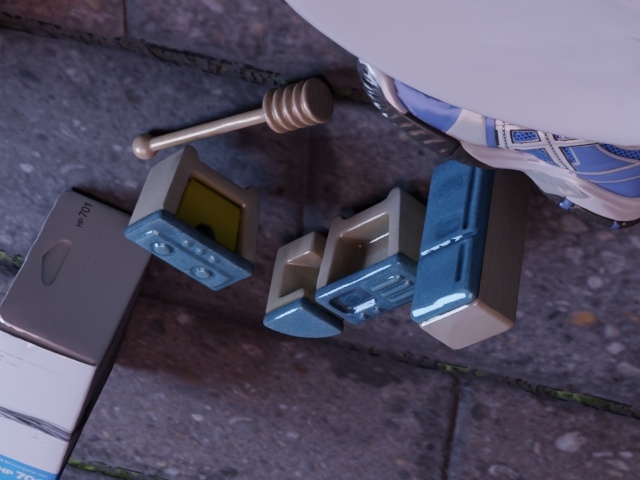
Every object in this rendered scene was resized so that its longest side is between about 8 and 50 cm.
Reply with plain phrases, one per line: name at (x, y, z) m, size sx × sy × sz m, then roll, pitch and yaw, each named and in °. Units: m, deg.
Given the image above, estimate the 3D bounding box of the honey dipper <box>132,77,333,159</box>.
honey dipper at (-0.063, -0.077, 1.297) m, size 0.161 × 0.030 × 0.030 m, roll -10°, pitch 131°, yaw 37°

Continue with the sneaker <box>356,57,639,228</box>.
sneaker at (0.123, -0.085, 1.180) m, size 0.211 × 0.080 × 0.081 m, roll 20°, pitch 135°, yaw -15°

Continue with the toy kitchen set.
toy kitchen set at (0.000, 0.000, 1.260) m, size 0.166 × 0.122 × 0.207 m, roll 33°, pitch 139°, yaw -30°

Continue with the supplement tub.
supplement tub at (0.122, -0.220, 0.796) m, size 0.228 × 0.316 × 0.228 m, roll 18°, pitch 167°, yaw 4°

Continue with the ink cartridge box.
ink cartridge box at (-0.192, 0.078, 1.434) m, size 0.082 × 0.139 × 0.190 m, roll 24°, pitch 140°, yaw -3°
